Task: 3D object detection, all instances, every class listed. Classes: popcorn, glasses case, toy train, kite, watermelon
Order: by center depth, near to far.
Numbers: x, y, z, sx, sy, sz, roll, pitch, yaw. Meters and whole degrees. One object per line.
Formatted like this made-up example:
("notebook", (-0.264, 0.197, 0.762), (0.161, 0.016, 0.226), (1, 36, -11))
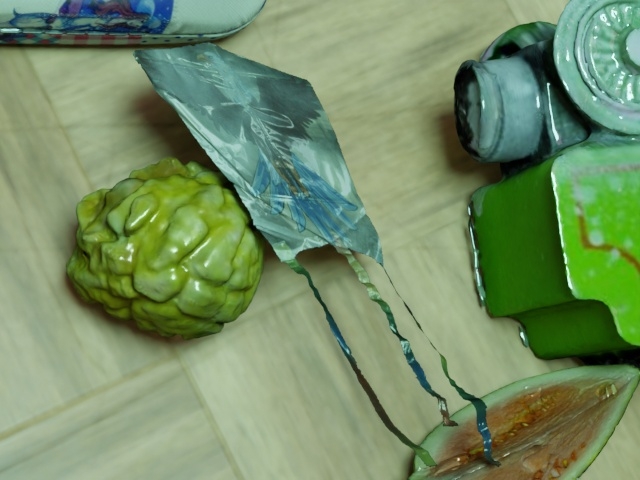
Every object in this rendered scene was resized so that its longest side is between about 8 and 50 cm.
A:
("kite", (-0.001, 0.001, 0.826), (0.169, 0.015, 0.310), (8, 46, -52))
("popcorn", (-0.086, 0.000, 0.828), (0.116, 0.120, 0.106), (31, 69, 2))
("glasses case", (-0.188, -0.186, 0.877), (0.328, 0.076, 0.125), (-1, 75, -17))
("watermelon", (0.114, 0.123, 0.884), (0.163, 0.087, 0.069), (-25, 52, -20))
("toy train", (0.235, -0.043, 0.924), (0.307, 0.173, 0.248), (-5, 84, -19))
